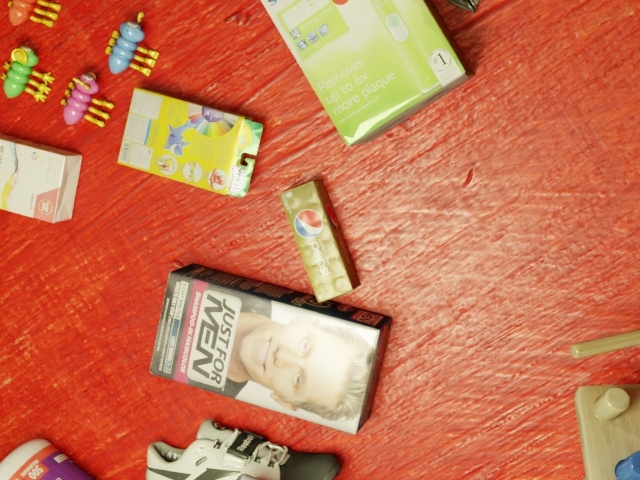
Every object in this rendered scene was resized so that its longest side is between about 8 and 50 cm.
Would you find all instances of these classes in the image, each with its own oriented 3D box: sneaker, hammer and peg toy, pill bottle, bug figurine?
[{"bbox_3d":[-0.134,0.353,1.821,0.330,0.122,0.146,-12,95,15],"label":"sneaker"},{"bbox_3d":[0.479,0.272,1.599,0.266,0.127,0.361,-1,66,-8],"label":"hammer and peg toy"},{"bbox_3d":[-0.402,0.485,1.876,0.323,0.181,0.181,36,104,8],"label":"pill bottle"},{"bbox_3d":[-0.412,-0.306,1.846,0.279,0.072,0.216,25,102,10],"label":"bug figurine"}]

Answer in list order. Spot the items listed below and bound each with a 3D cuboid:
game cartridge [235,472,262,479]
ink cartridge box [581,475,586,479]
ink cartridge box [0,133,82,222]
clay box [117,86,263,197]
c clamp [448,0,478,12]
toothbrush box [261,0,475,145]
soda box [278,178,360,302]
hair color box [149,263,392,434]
[{"bbox_3d":[-0.089,0.471,1.772,0.196,0.060,0.294,28,135,-8],"label":"game cartridge"},{"bbox_3d":[0.467,0.484,1.681,0.273,0.115,0.198,37,104,9],"label":"ink cartridge box"},{"bbox_3d":[-0.505,-0.109,1.895,0.198,0.067,0.115,14,100,13],"label":"ink cartridge box"},{"bbox_3d":[-0.201,-0.155,1.817,0.222,0.053,0.127,17,100,11],"label":"clay box"},{"bbox_3d":[0.252,-0.396,1.686,0.160,0.022,0.137,-33,87,15],"label":"c clamp"},{"bbox_3d":[0.066,-0.311,1.695,0.206,0.122,0.283,-30,87,16],"label":"toothbrush box"},{"bbox_3d":[0.000,0.000,1.779,0.061,0.058,0.181,-20,91,16],"label":"soda box"},{"bbox_3d":[-0.079,0.165,1.795,0.347,0.105,0.174,14,100,12],"label":"hair color box"}]
